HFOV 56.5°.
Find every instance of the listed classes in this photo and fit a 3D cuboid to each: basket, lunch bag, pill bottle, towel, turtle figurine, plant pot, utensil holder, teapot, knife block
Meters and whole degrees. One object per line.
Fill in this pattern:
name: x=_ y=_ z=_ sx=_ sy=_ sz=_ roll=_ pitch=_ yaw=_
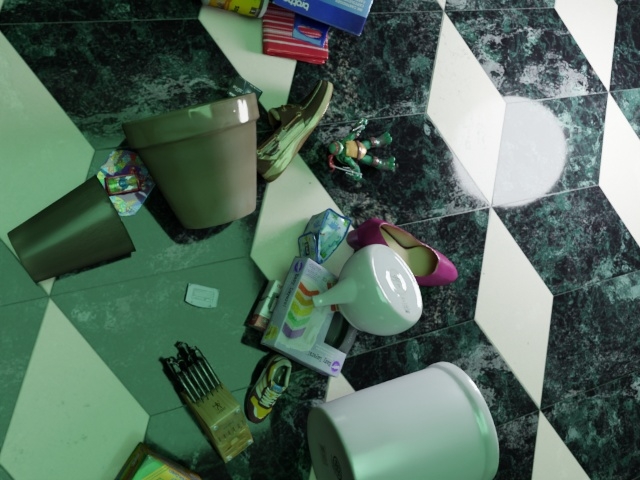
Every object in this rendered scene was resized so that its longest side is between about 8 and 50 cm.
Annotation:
basket: x=-0.573 y=-0.011 z=1.367 sx=0.226 sy=0.154 sz=0.205 roll=-30 pitch=115 yaw=-19
lunch bag: x=0.000 y=0.000 z=1.617 sx=0.096 sy=0.128 sz=0.151 roll=26 pitch=75 yaw=-16
pill bottle: x=-0.250 y=-0.688 z=1.619 sx=0.214 sy=0.117 sz=0.118 roll=7 pitch=80 yaw=-22
towel: x=-0.075 y=-0.656 z=1.738 sx=0.198 sy=0.031 sz=0.275 roll=2 pitch=79 yaw=-21
turtle figurine: x=0.107 y=-0.261 z=1.710 sx=0.234 sy=0.118 sz=0.176 roll=-2 pitch=98 yaw=-39
plant pot: x=-0.285 y=-0.187 z=1.454 sx=0.323 sy=0.323 sz=0.281 roll=-19 pitch=106 yaw=-24
utensil holder: x=0.199 y=0.520 z=1.520 sx=0.385 sy=0.327 sz=0.328 roll=-11 pitch=87 yaw=-23
teapot: x=0.130 y=0.145 z=1.541 sx=0.256 sy=0.187 sz=0.253 roll=48 pitch=32 yaw=-14
knife block: x=-0.285 y=0.388 z=1.476 sx=0.088 sy=0.242 sz=0.276 roll=-32 pitch=140 yaw=-23

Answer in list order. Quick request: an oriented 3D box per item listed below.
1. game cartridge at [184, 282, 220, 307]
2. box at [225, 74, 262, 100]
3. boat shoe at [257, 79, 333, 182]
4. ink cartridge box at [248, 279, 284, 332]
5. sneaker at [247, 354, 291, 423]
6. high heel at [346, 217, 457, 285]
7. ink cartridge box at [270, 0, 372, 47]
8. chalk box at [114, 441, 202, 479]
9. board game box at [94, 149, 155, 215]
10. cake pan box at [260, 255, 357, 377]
game cartridge: x=-0.304 y=0.144 z=1.529 sx=0.083 sy=0.017 sz=0.056 roll=15 pitch=73 yaw=-20
box: x=-0.210 y=-0.406 z=1.648 sx=0.083 sy=0.018 sz=0.067 roll=32 pitch=71 yaw=-16
boat shoe: x=-0.088 y=-0.325 z=1.637 sx=0.123 sy=0.123 sz=0.342 roll=36 pitch=76 yaw=-16
ink cartridge box: x=-0.114 y=0.185 z=1.581 sx=0.099 sy=0.056 sz=0.135 roll=29 pitch=72 yaw=-17
sneaker: x=-0.131 y=0.384 z=1.520 sx=0.069 sy=0.084 sz=0.186 roll=24 pitch=84 yaw=-19
high heel: x=0.266 y=0.043 z=1.695 sx=0.376 sy=0.181 sz=0.127 roll=17 pitch=76 yaw=-20
ink cartridge box: x=0.024 y=-0.742 z=1.627 sx=0.269 sy=0.151 sz=0.396 roll=14 pitch=115 yaw=-17
chalk box: x=-0.404 y=0.633 z=1.324 sx=0.180 sy=0.179 sz=0.289 roll=36 pitch=70 yaw=-14
board game box: x=-0.488 y=-0.148 z=1.484 sx=0.133 sy=0.033 sz=0.169 roll=34 pitch=70 yaw=-15
cake pan box: x=-0.009 y=0.208 z=1.575 sx=0.266 sy=0.070 sz=0.246 roll=37 pitch=70 yaw=-38
